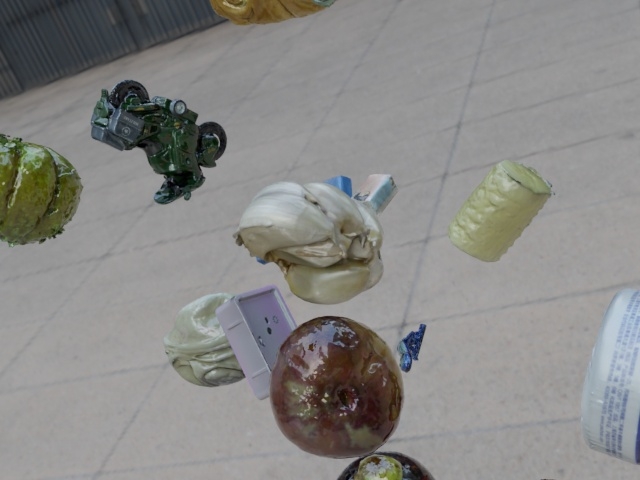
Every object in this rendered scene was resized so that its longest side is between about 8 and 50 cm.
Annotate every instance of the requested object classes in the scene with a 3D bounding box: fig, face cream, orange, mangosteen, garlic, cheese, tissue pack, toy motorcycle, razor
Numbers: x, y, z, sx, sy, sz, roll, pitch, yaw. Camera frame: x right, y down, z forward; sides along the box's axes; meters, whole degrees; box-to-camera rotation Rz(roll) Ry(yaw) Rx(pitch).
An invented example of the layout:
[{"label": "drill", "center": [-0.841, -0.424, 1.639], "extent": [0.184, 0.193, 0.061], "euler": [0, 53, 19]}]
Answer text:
[{"label": "fig", "center": [0.027, 0.155, 0.972], "extent": [0.143, 0.160, 0.231], "euler": [-31, 1, 18]}, {"label": "face cream", "center": [0.384, 0.162, 1.002], "extent": [0.111, 0.206, 0.206], "euler": [10, 37, 28]}, {"label": "orange", "center": [-0.660, -0.100, 1.749], "extent": [0.301, 0.223, 0.300], "euler": [7, -8, 29]}, {"label": "mangosteen", "center": [0.105, 0.421, 1.292], "extent": [0.192, 0.192, 0.217], "euler": [-26, -13, -7]}, {"label": "garlic", "center": [0.009, -0.009, 1.406], "extent": [0.203, 0.281, 0.185], "euler": [-4, 46, 40]}, {"label": "cheese", "center": [0.305, -0.050, 1.445], "extent": [0.123, 0.167, 0.094], "euler": [9, 37, -36]}, {"label": "tissue pack", "center": [0.119, -0.100, 1.862], "extent": [0.074, 0.059, 0.094], "euler": [4, 47, 47]}, {"label": "toy motorcycle", "center": [-0.299, -0.171, 1.534], "extent": [0.124, 0.274, 0.187], "euler": [18, 84, 49]}, {"label": "razor", "center": [0.204, 0.260, 1.979], "extent": [0.056, 0.093, 0.324], "euler": [15, 6, 10]}]

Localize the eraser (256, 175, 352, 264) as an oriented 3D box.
[{"label": "eraser", "center": [-0.046, -0.045, 2.012], "extent": [0.311, 0.042, 0.144], "euler": [-19, 65, 43]}]

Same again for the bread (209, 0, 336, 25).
[{"label": "bread", "center": [-0.066, -0.422, 1.232], "extent": [0.236, 0.198, 0.120], "euler": [-5, 13, 26]}]

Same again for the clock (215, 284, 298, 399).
[{"label": "clock", "center": [-0.103, 0.193, 1.616], "extent": [0.063, 0.197, 0.150], "euler": [-33, -10, 30]}]

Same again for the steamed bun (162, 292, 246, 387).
[{"label": "steamed bun", "center": [-0.257, 0.277, 2.214], "extent": [0.268, 0.207, 0.280], "euler": [0, -33, -41]}]

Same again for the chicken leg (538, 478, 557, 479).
[{"label": "chicken leg", "center": [0.283, 0.344, 1.049], "extent": [0.219, 0.090, 0.048], "euler": [-20, -20, -4]}]

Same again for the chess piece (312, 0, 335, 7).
[{"label": "chess piece", "center": [0.006, -0.335, 1.134], "extent": [0.042, 0.042, 0.093], "euler": [-20, 7, 8]}]
